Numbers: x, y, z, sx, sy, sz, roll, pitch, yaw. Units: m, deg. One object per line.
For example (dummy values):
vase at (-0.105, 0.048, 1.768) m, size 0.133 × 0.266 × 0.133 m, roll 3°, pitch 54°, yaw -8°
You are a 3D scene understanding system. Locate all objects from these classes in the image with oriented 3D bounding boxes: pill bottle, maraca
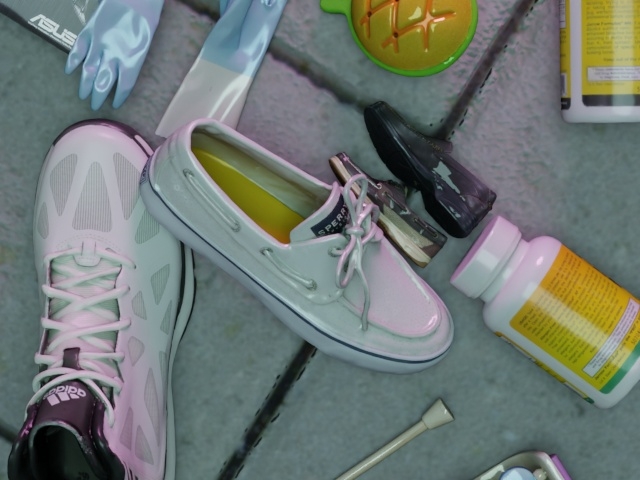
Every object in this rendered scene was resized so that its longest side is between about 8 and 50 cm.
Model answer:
pill bottle at (0.241, 0.070, 1.888) m, size 0.208 × 0.117 × 0.117 m, roll 36°, pitch 94°, yaw -2°
pill bottle at (0.301, -0.224, 1.862) m, size 0.119 × 0.119 × 0.208 m, roll -1°, pitch 95°, yaw 1°
maraca at (0.079, -0.244, 1.880) m, size 0.186 × 0.099 × 0.127 m, roll 40°, pitch 92°, yaw 24°

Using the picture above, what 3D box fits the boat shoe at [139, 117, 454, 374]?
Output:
boat shoe at (0.002, -0.007, 1.842) m, size 0.367 × 0.156 × 0.136 m, roll 37°, pitch 53°, yaw -7°

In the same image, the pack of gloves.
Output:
pack of gloves at (-0.141, -0.218, 1.876) m, size 0.195 × 0.046 × 0.232 m, roll 19°, pitch 98°, yaw -19°

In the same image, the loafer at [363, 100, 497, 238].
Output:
loafer at (0.113, -0.083, 1.914) m, size 0.061 × 0.062 × 0.170 m, roll -42°, pitch 97°, yaw -18°

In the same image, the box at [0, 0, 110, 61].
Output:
box at (-0.295, -0.320, 1.897) m, size 0.231 × 0.056 × 0.183 m, roll 32°, pitch 95°, yaw -2°

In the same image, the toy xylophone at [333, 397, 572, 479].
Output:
toy xylophone at (0.118, 0.319, 1.928) m, size 0.323 × 0.081 × 0.236 m, roll -41°, pitch 92°, yaw 4°

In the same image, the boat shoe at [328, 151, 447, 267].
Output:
boat shoe at (0.071, -0.040, 1.918) m, size 0.049 × 0.056 × 0.152 m, roll -43°, pitch 102°, yaw -1°

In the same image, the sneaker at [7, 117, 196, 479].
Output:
sneaker at (-0.216, 0.103, 1.829) m, size 0.169 × 0.257 × 0.447 m, roll -2°, pitch 94°, yaw 1°
